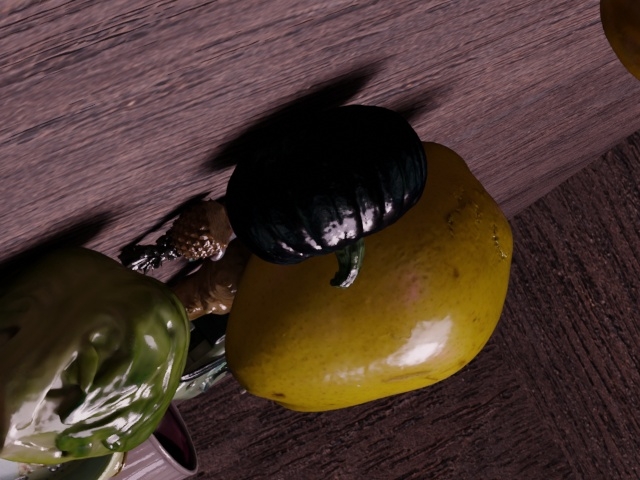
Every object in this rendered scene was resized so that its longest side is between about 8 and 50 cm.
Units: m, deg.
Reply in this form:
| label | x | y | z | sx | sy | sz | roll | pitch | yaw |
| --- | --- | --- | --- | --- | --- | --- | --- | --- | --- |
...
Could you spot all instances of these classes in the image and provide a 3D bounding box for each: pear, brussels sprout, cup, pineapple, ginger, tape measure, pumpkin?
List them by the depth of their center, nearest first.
| label | x | y | z | sx | sy | sz | roll | pitch | yaw |
| --- | --- | --- | --- | --- | --- | --- | --- | --- | --- |
| brussels sprout | -0.217 | 0.109 | 1.559 | 0.223 | 0.161 | 0.223 | -23 | 141 | -19 |
| pumpkin | 0.006 | -0.051 | 1.601 | 0.194 | 0.150 | 0.194 | -51 | -179 | 2 |
| pineapple | -0.148 | 0.000 | 1.733 | 0.124 | 0.058 | 0.058 | -18 | 180 | 28 |
| pear | 0.045 | 0.039 | 1.918 | 0.336 | 0.285 | 0.285 | -15 | 172 | -8 |
| ginger | -0.136 | 0.060 | 2.079 | 0.294 | 0.086 | 0.131 | -30 | -165 | 44 |
| cup | -0.327 | 0.277 | 2.306 | 0.273 | 0.208 | 0.288 | -30 | 175 | 6 |
| tape measure | -0.140 | 0.129 | 2.338 | 0.207 | 0.115 | 0.235 | -38 | 173 | 2 |

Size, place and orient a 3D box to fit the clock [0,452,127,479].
| label | x | y | z | sx | sy | sz | roll | pitch | yaw |
| --- | --- | --- | --- | --- | --- | --- | --- | --- | --- |
| clock | -0.294 | 0.173 | 1.713 | 0.308 | 0.096 | 0.235 | -33 | 133 | 5 |

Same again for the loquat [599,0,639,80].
| label | x | y | z | sx | sy | sz | roll | pitch | yaw |
| --- | --- | --- | --- | --- | --- | --- | --- | --- | --- |
| loquat | 0.374 | -0.223 | 1.636 | 0.213 | 0.213 | 0.213 | -30 | 174 | -4 |

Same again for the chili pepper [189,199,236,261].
| label | x | y | z | sx | sy | sz | roll | pitch | yaw |
| --- | --- | --- | --- | --- | --- | --- | --- | --- | --- |
| chili pepper | -0.084 | -0.027 | 1.801 | 0.153 | 0.041 | 0.050 | -45 | -160 | -22 |
